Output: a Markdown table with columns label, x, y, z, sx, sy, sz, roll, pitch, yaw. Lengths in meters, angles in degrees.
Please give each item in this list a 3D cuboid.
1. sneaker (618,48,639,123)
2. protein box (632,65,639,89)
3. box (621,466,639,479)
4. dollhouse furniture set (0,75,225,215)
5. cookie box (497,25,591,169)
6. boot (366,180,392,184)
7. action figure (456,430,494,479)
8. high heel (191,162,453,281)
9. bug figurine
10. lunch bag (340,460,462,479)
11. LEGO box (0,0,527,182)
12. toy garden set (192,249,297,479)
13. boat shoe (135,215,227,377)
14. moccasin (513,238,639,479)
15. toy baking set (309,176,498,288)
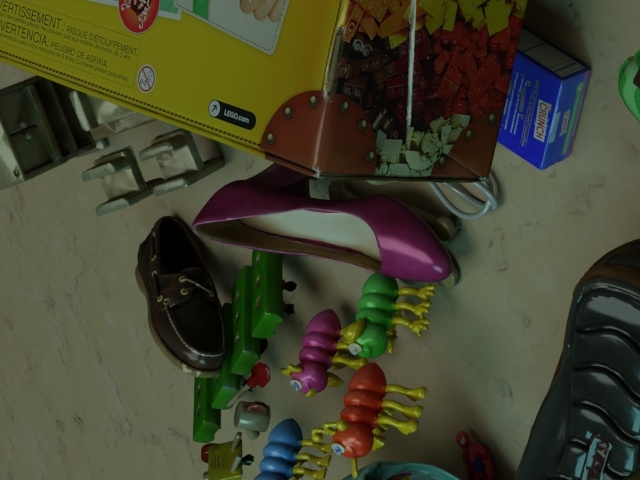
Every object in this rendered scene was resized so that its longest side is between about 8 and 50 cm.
| label | x | y | z | sx | sy | sz | roll | pitch | yaw |
| --- | --- | --- | --- | --- | --- | --- | --- | --- | --- |
| sneaker | 0.313 | -0.027 | 1.359 | 0.295 | 0.123 | 0.109 | 52 | 143 | 15 |
| protein box | 0.351 | -0.118 | 1.193 | 0.201 | 0.200 | 0.136 | 45 | 141 | 23 |
| box | 0.333 | 0.238 | 1.396 | 0.117 | 0.243 | 0.213 | -34 | 85 | 54 |
| dollhouse furniture set | -0.220 | -0.147 | 1.960 | 0.242 | 0.161 | 0.212 | -16 | 99 | 31 |
| cookie box | 0.162 | -0.124 | 1.553 | 0.107 | 0.040 | 0.092 | 38 | 136 | 31 |
| boot | 0.023 | -0.190 | 1.633 | 0.207 | 0.090 | 0.248 | 28 | 116 | 48 |
| action figure | 0.156 | 0.233 | 1.788 | 0.038 | 0.030 | 0.115 | -23 | 91 | 58 |
| high heel | 0.000 | 0.000 | 1.721 | 0.244 | 0.117 | 0.082 | 30 | 140 | 32 |
| bug figurine | 0.012 | 0.142 | 1.763 | 0.072 | 0.216 | 0.279 | 25 | 151 | -15 |
| lunch bag | 0.082 | 0.327 | 1.768 | 0.262 | 0.160 | 0.223 | 39 | 144 | -8 |
| LEGO box | -0.071 | -0.286 | 1.514 | 0.500 | 0.193 | 0.372 | 22 | 105 | 42 |
| toy garden set | -0.072 | 0.141 | 1.924 | 0.244 | 0.049 | 0.204 | 120 | 156 | -48 |
| boat shoe | -0.143 | 0.055 | 1.962 | 0.207 | 0.073 | 0.073 | 58 | 133 | 45 |
| moccasin | 0.237 | 0.161 | 1.569 | 0.139 | 0.147 | 0.380 | 19 | 123 | 26 |
| toy baking set | 0.073 | -0.062 | 1.711 | 0.197 | 0.030 | 0.256 | 42 | 145 | 17 |
